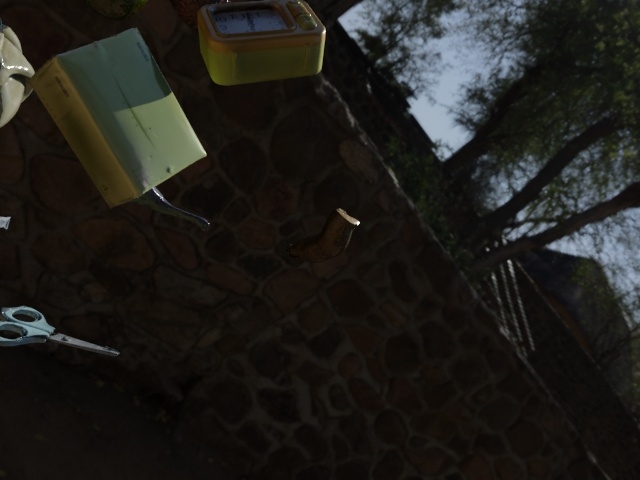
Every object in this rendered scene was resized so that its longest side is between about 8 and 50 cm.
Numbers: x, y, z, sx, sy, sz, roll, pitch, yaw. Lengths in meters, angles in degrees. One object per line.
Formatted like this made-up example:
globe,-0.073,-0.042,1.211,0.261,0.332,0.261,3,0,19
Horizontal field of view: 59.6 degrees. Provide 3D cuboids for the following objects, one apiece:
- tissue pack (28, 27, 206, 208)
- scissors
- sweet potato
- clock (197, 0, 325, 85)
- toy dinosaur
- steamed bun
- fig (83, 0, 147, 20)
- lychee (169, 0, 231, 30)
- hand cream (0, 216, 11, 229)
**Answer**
tissue pack,-0.317,-0.194,0.891,0.159,0.125,0.234,-43,114,-42
scissors,-0.740,0.267,1.561,0.360,0.029,0.191,16,19,-6
sweet potato,0.005,-0.002,1.496,0.286,0.085,0.112,-27,-97,54
clock,-0.104,-0.352,0.978,0.096,0.202,0.143,98,-26,-50
toy dinosaur,-0.550,-0.185,1.785,0.331,0.129,0.383,10,-37,31
steamed bun,-0.897,-0.449,1.405,0.368,0.342,0.255,56,20,-12
fig,-0.573,-0.700,1.472,0.195,0.195,0.245,55,19,18
lychee,-0.318,-0.666,1.493,0.194,0.194,0.194,52,6,-8
hand cream,-0.711,-0.042,1.240,0.019,0.030,0.093,19,-5,-13
